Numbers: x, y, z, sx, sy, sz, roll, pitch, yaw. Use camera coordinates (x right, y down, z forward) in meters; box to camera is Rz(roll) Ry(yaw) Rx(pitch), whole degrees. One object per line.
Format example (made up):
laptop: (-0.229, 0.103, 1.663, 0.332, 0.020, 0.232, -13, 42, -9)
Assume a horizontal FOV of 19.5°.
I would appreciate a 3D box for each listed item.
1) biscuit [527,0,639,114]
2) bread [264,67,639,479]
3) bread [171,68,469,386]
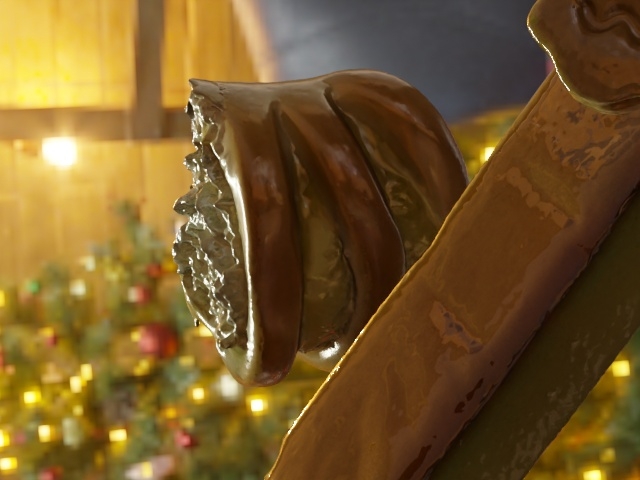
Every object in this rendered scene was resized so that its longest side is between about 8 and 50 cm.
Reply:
biscuit: (0.153, -0.144, 0.630, 0.036, 0.166, 0.226, 34, -106, -74)
bread: (0.105, 0.040, 1.039, 0.361, 0.077, 0.138, -54, 28, 3)
bread: (0.000, 0.000, 1.724, 0.211, 0.270, 0.316, -103, 16, -47)
